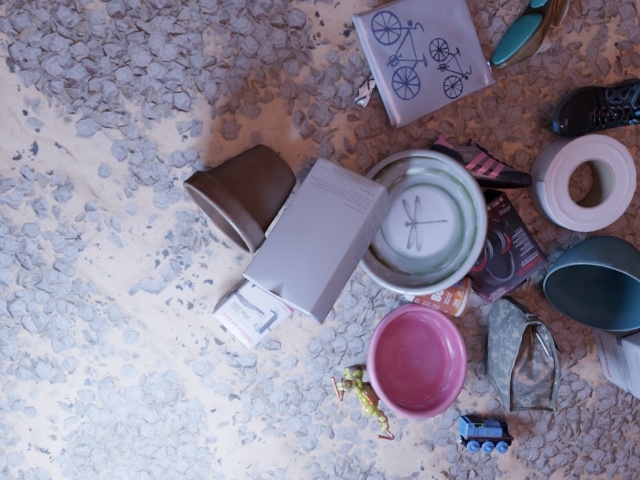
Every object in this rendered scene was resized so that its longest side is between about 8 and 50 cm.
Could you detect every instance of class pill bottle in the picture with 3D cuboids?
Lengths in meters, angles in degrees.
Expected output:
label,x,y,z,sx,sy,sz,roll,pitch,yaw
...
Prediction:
label,x,y,z,sx,sy,sz,roll,pitch,yaw
pill bottle,0.322,0.135,1.485,0.216,0.121,0.121,17,99,6

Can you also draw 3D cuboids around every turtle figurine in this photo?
label,x,y,z,sx,sy,sz,roll,pitch,yaw
turtle figurine,0.124,0.448,1.488,0.087,0.217,0.269,-45,102,4

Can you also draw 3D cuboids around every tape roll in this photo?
label,x,y,z,sx,sy,sz,roll,pitch,yaw
tape roll,0.772,-0.172,1.493,0.286,0.100,0.286,-1,102,-6

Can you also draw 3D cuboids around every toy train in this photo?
label,x,y,z,sx,sy,sz,roll,pitch,yaw
toy train,0.538,0.630,1.641,0.184,0.080,0.105,5,95,-7

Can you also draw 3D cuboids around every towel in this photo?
label,x,y,z,sx,sy,sz,roll,pitch,yaw
towel,0.934,0.173,1.584,0.148,0.027,0.110,27,100,22

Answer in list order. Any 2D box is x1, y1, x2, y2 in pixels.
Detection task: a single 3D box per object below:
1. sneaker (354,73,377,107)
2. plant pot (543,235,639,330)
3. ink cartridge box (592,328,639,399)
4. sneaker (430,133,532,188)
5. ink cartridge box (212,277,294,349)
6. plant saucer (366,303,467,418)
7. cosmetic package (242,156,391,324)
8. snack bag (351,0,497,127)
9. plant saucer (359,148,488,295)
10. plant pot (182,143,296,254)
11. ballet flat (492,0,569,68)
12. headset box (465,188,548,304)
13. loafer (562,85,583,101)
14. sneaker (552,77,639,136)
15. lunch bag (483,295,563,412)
label,x,y,z,sx,sy,sz,roll,pitch,yaw
sneaker,0.129,-0.429,1.405,0.044,0.040,0.109,23,94,-1
plant pot,0.839,0.101,1.490,0.290,0.290,0.195,44,58,-12
ink cartridge box,0.991,0.372,1.529,0.122,0.289,0.211,-21,103,-4
sneaker,0.467,-0.226,1.447,0.319,0.112,0.131,9,84,-12
ink cartridge box,-0.180,0.184,1.469,0.218,0.092,0.158,-42,102,5
plant saucer,0.281,0.356,1.507,0.332,0.084,0.332,3,80,-20
cosmetic package,0.000,0.000,1.330,0.217,0.156,0.385,30,81,21
snack bag,0.293,-0.525,1.393,0.343,0.037,0.323,-26,102,-10
plant saucer,0.272,-0.050,1.405,0.401,0.101,0.400,0,90,32
plant pot,-0.195,-0.132,1.344,0.263,0.263,0.229,46,76,-12
ballet flat,0.611,-0.608,1.398,0.124,0.116,0.342,25,94,-30
headset box,0.512,0.028,1.499,0.218,0.110,0.293,-36,103,1
loafer,0.728,-0.394,1.480,0.045,0.039,0.125,37,93,22
sneaker,0.816,-0.372,1.409,0.341,0.139,0.125,-21,121,-8
lunch bag,0.600,0.324,1.504,0.169,0.235,0.286,-1,102,0
